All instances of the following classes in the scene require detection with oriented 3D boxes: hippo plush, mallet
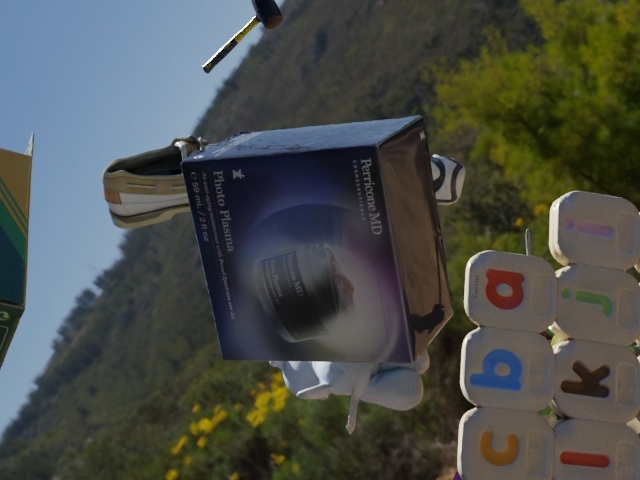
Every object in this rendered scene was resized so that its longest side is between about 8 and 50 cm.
[{"bbox_3d":[0.050,0.248,1.887,0.236,0.234,0.294,-27,31,55],"label":"hippo plush"},{"bbox_3d":[-0.146,-0.366,1.745,0.189,0.062,0.039,-30,-18,32],"label":"mallet"}]

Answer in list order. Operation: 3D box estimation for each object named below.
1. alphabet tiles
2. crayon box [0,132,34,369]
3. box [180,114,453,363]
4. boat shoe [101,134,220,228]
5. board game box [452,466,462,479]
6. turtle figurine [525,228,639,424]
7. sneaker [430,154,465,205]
[{"bbox_3d":[0.233,0.109,0.733,0.021,0.278,0.284,139,137,-71],"label":"alphabet tiles"},{"bbox_3d":[-0.424,0.027,1.225,0.203,0.083,0.323,-59,29,33],"label":"crayon box"},{"bbox_3d":[0.000,0.000,1.353,0.294,0.296,0.183,-3,17,26],"label":"box"},{"bbox_3d":[-0.209,-0.115,1.635,0.302,0.113,0.103,-22,-49,-15],"label":"boat shoe"},{"bbox_3d":[0.266,0.504,1.593,0.242,0.064,0.317,-11,50,62],"label":"board game box"},{"bbox_3d":[0.397,0.164,1.464,0.275,0.197,0.266,-93,9,-60],"label":"turtle figurine"},{"bbox_3d":[0.088,-0.098,1.498,0.235,0.153,0.094,8,82,58],"label":"sneaker"}]
